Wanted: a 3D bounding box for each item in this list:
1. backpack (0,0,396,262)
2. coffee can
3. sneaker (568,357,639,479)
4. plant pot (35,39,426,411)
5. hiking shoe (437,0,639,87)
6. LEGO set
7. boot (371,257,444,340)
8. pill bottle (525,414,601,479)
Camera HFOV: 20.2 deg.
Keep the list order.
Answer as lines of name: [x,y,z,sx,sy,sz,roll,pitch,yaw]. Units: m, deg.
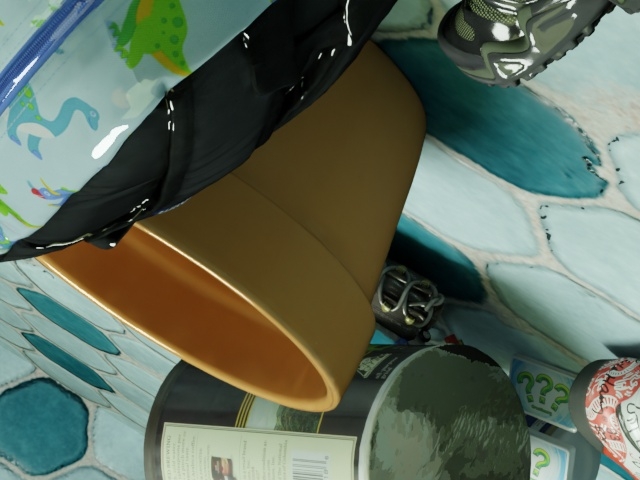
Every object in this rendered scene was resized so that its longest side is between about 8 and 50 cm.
backpack: [-0.082,-0.134,0.854,0.273,0.290,0.355,59,165,-15]
coffee can: [0.012,0.186,1.545,0.275,0.201,0.201,-2,144,45]
sneaker: [0.322,0.188,1.386,0.270,0.090,0.145,40,165,-15]
plant pot: [-0.061,-0.046,1.216,0.291,0.203,0.291,30,164,9]
hiking shoe: [0.104,-0.151,0.860,0.114,0.086,0.227,48,156,-5]
LEGO set: [0.114,0.171,1.605,0.244,0.182,0.060,21,-156,38]
boot: [0.000,0.000,1.463,0.229,0.091,0.263,30,174,8]
pill bottle: [0.166,0.188,1.669,0.169,0.094,0.094,19,159,40]
